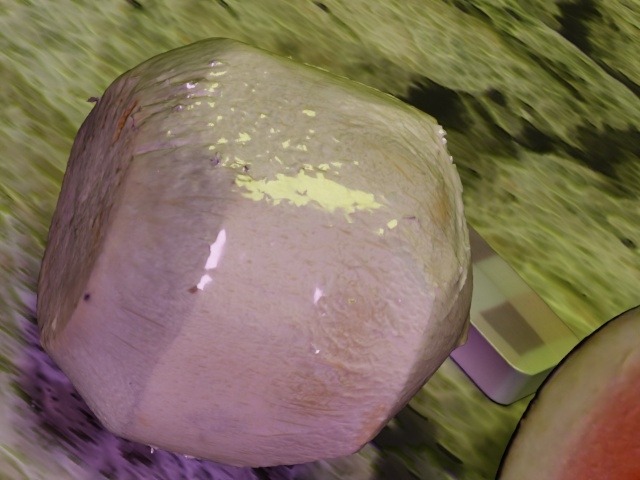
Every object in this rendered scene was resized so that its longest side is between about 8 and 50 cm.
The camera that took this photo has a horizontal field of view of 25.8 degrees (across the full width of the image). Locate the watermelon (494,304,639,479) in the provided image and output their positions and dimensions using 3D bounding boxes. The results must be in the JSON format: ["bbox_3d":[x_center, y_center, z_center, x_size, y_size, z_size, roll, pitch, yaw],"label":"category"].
[{"bbox_3d":[0.166,0.182,0.506,0.128,0.159,0.303,40,15,-53],"label":"watermelon"}]

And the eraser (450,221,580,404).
[{"bbox_3d":[0.079,0.033,0.713,0.065,0.026,0.105,-15,55,-46],"label":"eraser"}]

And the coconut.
[{"bbox_3d":[-0.017,0.007,0.544,0.162,0.161,0.161,16,36,-24],"label":"coconut"}]
